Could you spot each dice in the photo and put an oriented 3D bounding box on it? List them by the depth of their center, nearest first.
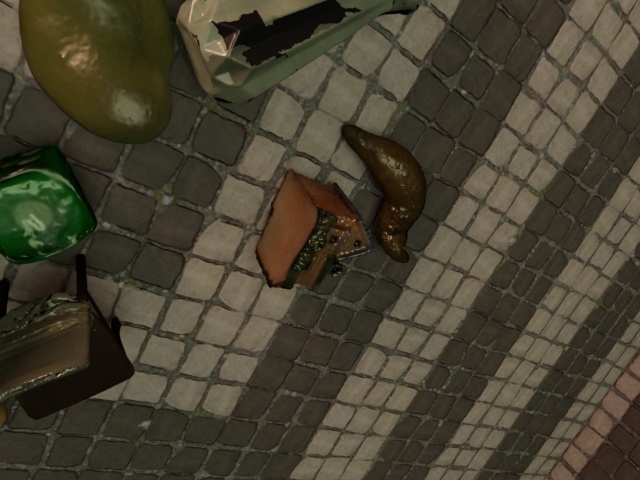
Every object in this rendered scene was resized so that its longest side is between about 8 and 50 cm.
[{"bbox_3d":[-0.400,-0.053,0.700,0.131,0.120,0.128,-27,122,-16],"label":"dice"}]

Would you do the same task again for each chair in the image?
[{"bbox_3d":[-0.367,0.166,0.704,0.160,0.319,0.186,-21,122,-16],"label":"chair"}]

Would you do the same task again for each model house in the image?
[{"bbox_3d":[0.000,0.000,0.914,0.172,0.166,0.183,14,119,-35],"label":"model house"}]

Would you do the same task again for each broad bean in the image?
[{"bbox_3d":[-0.291,-0.259,0.670,0.189,0.121,0.263,-13,105,-16],"label":"broad bean"}]

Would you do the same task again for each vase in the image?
[{"bbox_3d":[-0.022,-0.331,0.739,0.360,0.165,0.165,-29,124,-16],"label":"vase"}]

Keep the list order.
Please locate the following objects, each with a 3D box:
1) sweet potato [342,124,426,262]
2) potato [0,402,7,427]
[{"bbox_3d":[0.145,-0.096,0.976,0.124,0.098,0.310,-24,120,-6],"label":"sweet potato"},{"bbox_3d":[-0.578,0.283,0.789,0.147,0.112,0.112,3,113,-36],"label":"potato"}]
